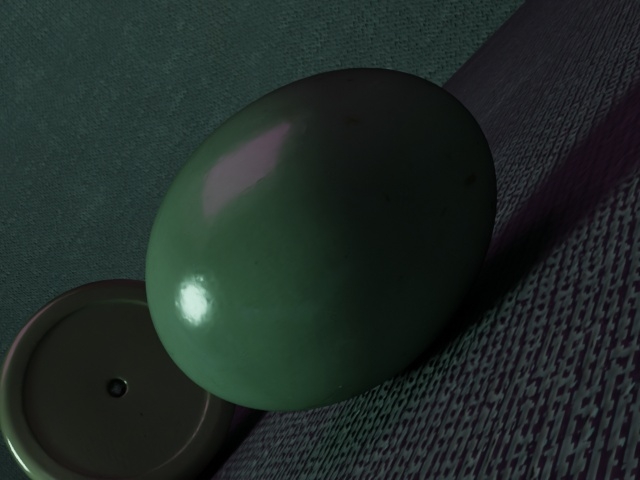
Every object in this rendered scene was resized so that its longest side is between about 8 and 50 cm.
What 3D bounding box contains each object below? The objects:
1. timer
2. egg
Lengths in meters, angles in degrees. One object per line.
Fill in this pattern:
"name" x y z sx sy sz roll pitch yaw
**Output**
"timer" -0.160 0.158 0.972 0.175 0.175 0.266 -49 -11 -21
"egg" 0.000 0.000 0.575 0.192 0.149 0.149 -42 5 14
